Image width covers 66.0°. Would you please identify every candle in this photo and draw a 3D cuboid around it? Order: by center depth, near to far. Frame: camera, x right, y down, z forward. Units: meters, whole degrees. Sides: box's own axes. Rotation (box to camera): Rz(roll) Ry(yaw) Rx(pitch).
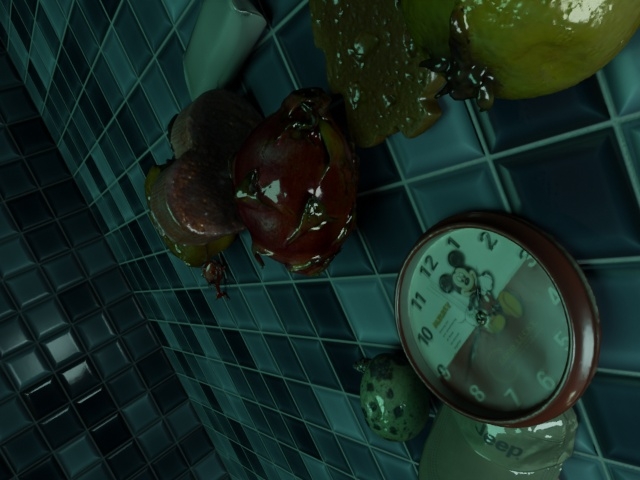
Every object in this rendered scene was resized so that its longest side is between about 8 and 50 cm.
[{"bbox_3d":[-0.181,-0.128,1.008,0.287,0.317,0.131,28,158,-31],"label":"candle"}]

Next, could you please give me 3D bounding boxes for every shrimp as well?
[{"bbox_3d":[0.109,0.291,1.137,0.092,0.029,0.038,9,114,44],"label":"shrimp"}]

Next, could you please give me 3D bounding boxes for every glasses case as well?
[{"bbox_3d":[-0.197,-0.389,0.968,0.308,0.083,0.129,-32,83,57],"label":"glasses case"}]

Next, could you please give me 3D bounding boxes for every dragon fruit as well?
[{"bbox_3d":[-0.042,-0.093,0.851,0.250,0.250,0.315,39,149,29],"label":"dragon fruit"}]

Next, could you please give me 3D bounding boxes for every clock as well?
[{"bbox_3d":[0.243,0.114,0.730,0.318,0.080,0.319,12,105,49],"label":"clock"}]

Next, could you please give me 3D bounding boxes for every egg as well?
[{"bbox_3d":[0.148,0.316,0.998,0.141,0.141,0.182,-5,102,54],"label":"egg"}]

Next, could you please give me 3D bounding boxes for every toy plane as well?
[{"bbox_3d":[-0.335,0.121,1.565,0.126,0.077,0.194,60,158,16],"label":"toy plane"}]

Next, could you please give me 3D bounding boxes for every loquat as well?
[{"bbox_3d":[0.177,-0.238,0.444,0.243,0.243,0.244,33,139,35],"label":"loquat"}]

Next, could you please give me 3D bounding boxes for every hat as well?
[{"bbox_3d":[0.272,0.319,0.760,0.214,0.245,0.149,20,140,24],"label":"hat"}]

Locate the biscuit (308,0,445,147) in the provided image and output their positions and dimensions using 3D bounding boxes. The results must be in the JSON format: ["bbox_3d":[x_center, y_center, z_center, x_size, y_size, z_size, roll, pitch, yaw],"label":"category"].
[{"bbox_3d":[0.076,-0.288,0.713,0.302,0.043,0.278,59,149,4],"label":"biscuit"}]

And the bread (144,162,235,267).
[{"bbox_3d":[-0.360,-0.073,1.359,0.312,0.172,0.312,39,143,37],"label":"bread"}]
